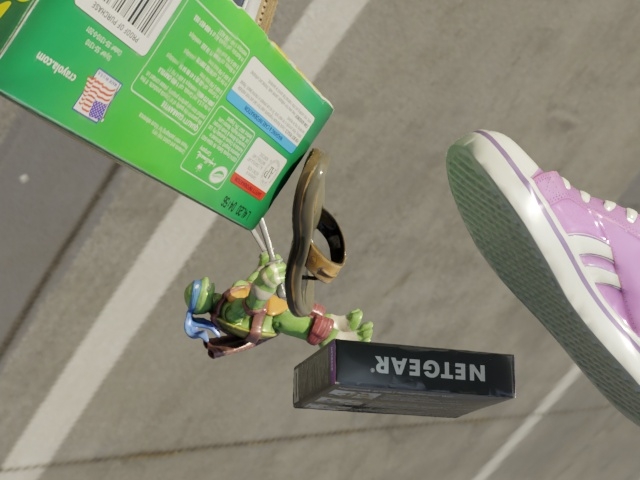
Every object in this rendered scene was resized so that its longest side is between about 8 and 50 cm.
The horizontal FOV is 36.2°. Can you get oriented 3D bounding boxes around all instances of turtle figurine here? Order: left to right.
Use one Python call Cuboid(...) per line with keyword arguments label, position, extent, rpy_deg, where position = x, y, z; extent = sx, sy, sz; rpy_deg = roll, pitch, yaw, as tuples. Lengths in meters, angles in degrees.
Cuboid(label="turtle figurine", position=(-0.047, 0.059, 1.446), extent=(0.266, 0.275, 0.198), rpy_deg=(25, 153, -13))

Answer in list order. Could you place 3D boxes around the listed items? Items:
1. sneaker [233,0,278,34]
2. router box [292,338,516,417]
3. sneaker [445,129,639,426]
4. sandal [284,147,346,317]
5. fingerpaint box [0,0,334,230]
Cuboid(label="sneaker", position=(-0.122, -0.377, 1.306), extent=(0.099, 0.153, 0.282), rpy_deg=(40, 67, -82))
Cuboid(label="router box", position=(0.077, 0.135, 0.936), extent=(0.179, 0.046, 0.133), rpy_deg=(7, 160, -17))
Cuboid(label="sneaker", position=(0.226, -0.004, 0.767), extent=(0.161, 0.102, 0.282), rpy_deg=(-43, 105, -11))
Cuboid(label="sandal", position=(0.000, 0.000, 1.029), extent=(0.060, 0.090, 0.219), rpy_deg=(11, 128, 3))
Cuboid(label="fingerpaint box", position=(-0.235, -0.202, 0.836), extent=(0.163, 0.371, 0.445), rpy_deg=(-56, 160, 0))
